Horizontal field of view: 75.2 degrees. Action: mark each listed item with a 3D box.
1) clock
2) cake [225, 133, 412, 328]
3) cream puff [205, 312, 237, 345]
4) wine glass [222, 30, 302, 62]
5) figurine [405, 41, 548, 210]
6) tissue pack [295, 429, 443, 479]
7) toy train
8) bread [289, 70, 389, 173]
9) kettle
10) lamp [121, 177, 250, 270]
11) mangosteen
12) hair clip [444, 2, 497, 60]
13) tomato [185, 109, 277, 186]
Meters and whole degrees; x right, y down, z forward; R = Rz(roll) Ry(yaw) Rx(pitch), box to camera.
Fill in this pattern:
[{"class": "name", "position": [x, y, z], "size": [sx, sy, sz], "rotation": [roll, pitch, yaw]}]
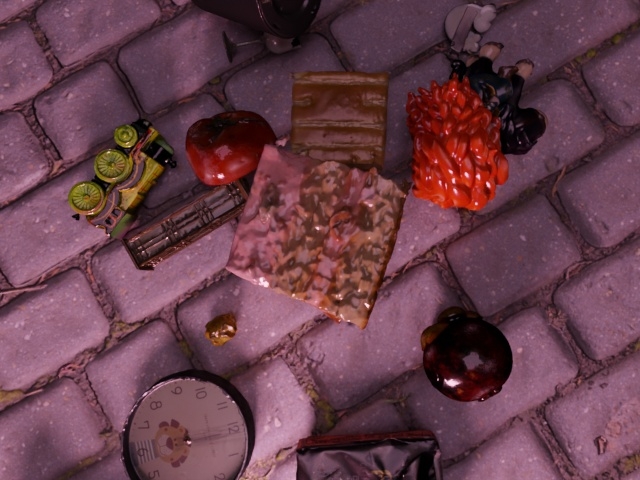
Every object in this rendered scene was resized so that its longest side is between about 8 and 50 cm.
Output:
[{"class": "clock", "position": [-0.310, 0.467, 0.975], "size": [0.312, 0.061, 0.313], "rotation": [0, 84, 1]}, {"class": "cake", "position": [0.000, 0.000, 0.908], "size": [0.306, 0.293, 0.315], "rotation": [18, 81, 8]}, {"class": "cream puff", "position": [-0.235, 0.215, 1.004], "size": [0.058, 0.083, 0.083], "rotation": [43, 71, -35]}, {"class": "wine glass", "position": [-0.145, -0.512, 1.062], "size": [0.195, 0.079, 0.079], "rotation": [-11, 84, 1]}, {"class": "figurine", "position": [0.366, -0.267, 0.978], "size": [0.411, 0.241, 0.306], "rotation": [-39, 109, -21]}, {"class": "tissue pack", "position": [0.111, 0.559, 0.929], "size": [0.332, 0.123, 0.245], "rotation": [-3, 87, 0]}, {"class": "toy train", "position": [-0.478, -0.153, 1.022], "size": [0.160, 0.100, 0.296], "rotation": [34, 85, -3]}, {"class": "bread", "position": [0.042, -0.285, 1.020], "size": [0.245, 0.111, 0.240], "rotation": [3, 83, 1]}, {"class": "kettle", "position": [-0.153, -0.634, 0.971], "size": [0.308, 0.203, 0.262], "rotation": [31, 85, 31]}, {"class": "lamp", "position": [-0.309, -0.044, 1.012], "size": [0.325, 0.090, 0.089], "rotation": [-31, 85, -1]}, {"class": "mangosteen", "position": [0.318, 0.254, 0.923], "size": [0.209, 0.210, 0.210], "rotation": [0, 84, 1]}, {"class": "hair clip", "position": [0.375, -0.550, 1.075], "size": [0.116, 0.049, 0.172], "rotation": [25, 83, -1]}, {"class": "tomato", "position": [-0.225, -0.241, 0.982], "size": [0.227, 0.101, 0.228], "rotation": [-8, 50, 9]}]
